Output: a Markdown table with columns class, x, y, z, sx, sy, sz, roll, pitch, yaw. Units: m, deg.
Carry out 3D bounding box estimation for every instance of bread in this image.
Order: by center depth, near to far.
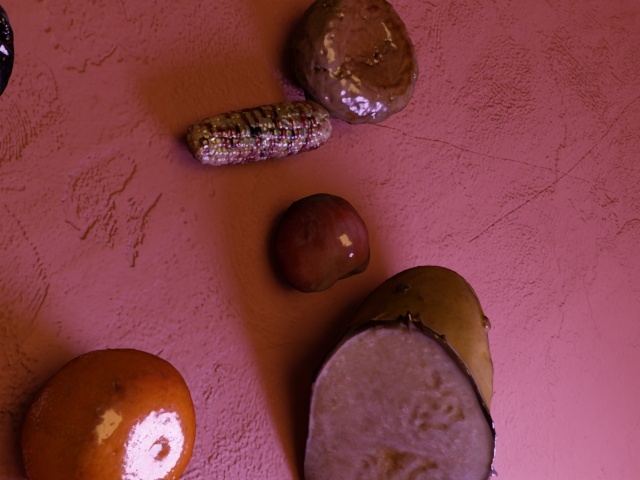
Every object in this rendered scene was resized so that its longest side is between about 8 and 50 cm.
| class | x | y | z | sx | sy | sz | roll | pitch | yaw |
| --- | --- | --- | --- | --- | --- | --- | --- | --- | --- |
| bread | 0.049 | -0.293 | 1.573 | 0.230 | 0.123 | 0.230 | 8 | 76 | -37 |

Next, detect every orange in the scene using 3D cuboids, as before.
| class | x | y | z | sx | sy | sz | roll | pitch | yaw |
| --- | --- | --- | --- | --- | --- | --- | --- | --- | --- |
| orange | -0.262 | 0.240 | 1.209 | 0.224 | 0.170 | 0.224 | -20 | 116 | -48 |

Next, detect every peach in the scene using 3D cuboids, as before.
| class | x | y | z | sx | sy | sz | roll | pitch | yaw |
| --- | --- | --- | --- | --- | --- | --- | --- | --- | --- |
| peach | 0.000 | 0.000 | 1.493 | 0.152 | 0.152 | 0.152 | 7 | 79 | -38 |

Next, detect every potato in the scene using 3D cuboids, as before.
| class | x | y | z | sx | sy | sz | roll | pitch | yaw |
| --- | --- | --- | --- | --- | --- | --- | --- | --- | --- |
| potato | 0.153 | 0.238 | 1.518 | 0.296 | 0.289 | 0.397 | -43 | 134 | -64 |

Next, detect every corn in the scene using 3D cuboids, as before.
| class | x | y | z | sx | sy | sz | roll | pitch | yaw |
| --- | --- | --- | --- | --- | --- | --- | --- | --- | --- |
| corn | -0.095 | -0.159 | 1.460 | 0.253 | 0.086 | 0.086 | -16 | 94 | -38 |

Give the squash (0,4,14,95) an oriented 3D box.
| class | x | y | z | sx | sy | sz | roll | pitch | yaw |
| --- | --- | --- | --- | --- | --- | --- | --- | --- | --- |
| squash | -0.453 | -0.224 | 1.134 | 0.193 | 0.156 | 0.193 | -1 | 94 | -21 |
